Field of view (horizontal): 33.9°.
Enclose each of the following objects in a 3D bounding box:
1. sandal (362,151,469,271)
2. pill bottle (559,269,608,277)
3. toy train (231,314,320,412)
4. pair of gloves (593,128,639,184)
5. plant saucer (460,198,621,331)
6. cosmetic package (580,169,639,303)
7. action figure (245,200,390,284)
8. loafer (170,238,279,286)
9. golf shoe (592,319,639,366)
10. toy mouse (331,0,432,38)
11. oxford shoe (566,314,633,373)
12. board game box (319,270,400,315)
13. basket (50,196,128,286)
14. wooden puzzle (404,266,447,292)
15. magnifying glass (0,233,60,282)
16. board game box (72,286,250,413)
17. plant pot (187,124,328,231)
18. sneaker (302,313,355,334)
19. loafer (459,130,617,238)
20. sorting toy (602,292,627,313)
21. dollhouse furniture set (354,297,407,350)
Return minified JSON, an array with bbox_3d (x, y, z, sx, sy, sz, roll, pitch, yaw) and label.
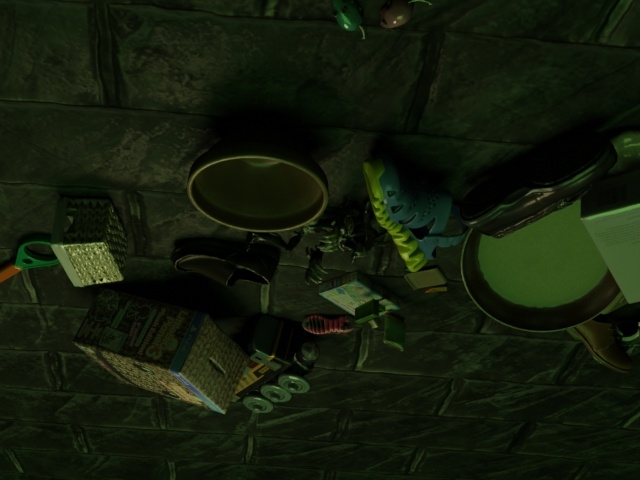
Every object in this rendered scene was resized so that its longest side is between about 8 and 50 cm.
[{"bbox_3d":[0.170,-0.064,1.859,0.138,0.126,0.317,-20,149,14],"label":"sandal"},{"bbox_3d":[0.484,0.042,2.021,0.160,0.087,0.087,-1,149,6],"label":"pill bottle"},{"bbox_3d":[-0.139,0.292,2.462,0.190,0.142,0.334,30,143,-18],"label":"toy train"},{"bbox_3d":[0.553,-0.089,1.779,0.204,0.042,0.240,-8,127,17],"label":"pair of gloves"},{"bbox_3d":[0.414,0.030,1.940,0.311,0.050,0.310,2,119,3],"label":"plant saucer"},{"bbox_3d":[0.538,-0.003,1.783,0.117,0.085,0.231,-14,131,30],"label":"cosmetic package"},{"bbox_3d":[0.000,0.000,1.948,0.276,0.141,0.164,8,137,-5],"label":"action figure"},{"bbox_3d":[-0.193,0.050,2.102,0.220,0.078,0.080,2,149,2],"label":"loafer"},{"bbox_3d":[0.669,0.215,2.327,0.094,0.077,0.198,42,138,-16],"label":"golf shoe"},{"bbox_3d":[0.073,-0.325,1.501,0.161,0.031,0.143,8,149,-8],"label":"toy mouse"},{"bbox_3d":[0.607,0.208,2.256,0.212,0.076,0.076,40,116,-15],"label":"oxford shoe"},{"bbox_3d":[0.085,0.120,2.245,0.103,0.026,0.154,-22,141,34],"label":"board game box"},{"bbox_3d":[-0.439,0.003,2.014,0.103,0.113,0.167,-2,149,5],"label":"basket"},{"bbox_3d":[0.218,0.078,2.178,0.079,0.014,0.116,-11,147,14],"label":"wooden puzzle"},{"bbox_3d":[-0.612,0.040,2.181,0.231,0.026,0.092,-27,138,37],"label":"magnifying glass"},{"bbox_3d":[-0.342,0.238,2.284,0.291,0.141,0.232,11,155,28],"label":"board game box"},{"bbox_3d":[-0.102,-0.119,1.785,0.237,0.109,0.237,3,149,2],"label":"plant pot"},{"bbox_3d":[0.019,0.195,2.366,0.119,0.047,0.057,3,160,3],"label":"sneaker"},{"bbox_3d":[0.378,-0.089,1.782,0.095,0.109,0.302,35,136,-31],"label":"loafer"},{"bbox_3d":[0.646,0.058,2.029,0.208,0.038,0.193,-19,154,-19],"label":"sorting toy"},{"bbox_3d":[0.145,0.170,2.222,0.152,0.076,0.058,28,141,-34],"label":"dollhouse furniture set"}]
